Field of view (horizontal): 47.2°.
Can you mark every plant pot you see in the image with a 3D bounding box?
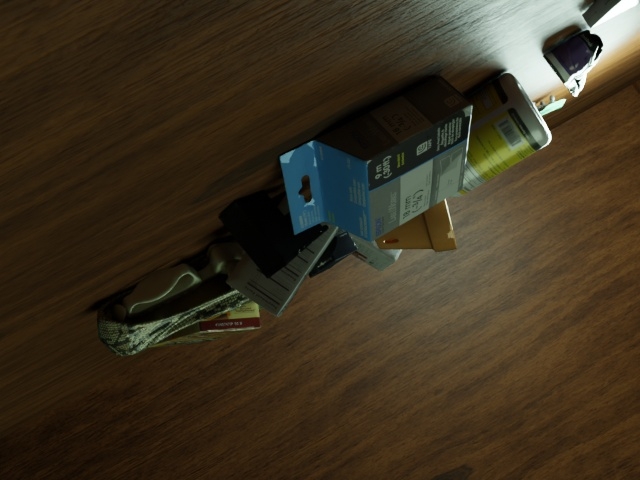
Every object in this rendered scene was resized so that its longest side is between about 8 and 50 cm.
[{"bbox_3d":[0.232,-0.094,1.948,0.204,0.290,0.291,-15,177,11],"label":"plant pot"}]

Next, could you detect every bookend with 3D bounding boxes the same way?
[{"bbox_3d":[-0.091,-0.035,1.453,0.072,0.157,0.156,-36,-175,45],"label":"bookend"}]

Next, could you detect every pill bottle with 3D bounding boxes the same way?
[{"bbox_3d":[0.336,-0.218,1.679,0.334,0.188,0.188,-31,174,22],"label":"pill bottle"}]

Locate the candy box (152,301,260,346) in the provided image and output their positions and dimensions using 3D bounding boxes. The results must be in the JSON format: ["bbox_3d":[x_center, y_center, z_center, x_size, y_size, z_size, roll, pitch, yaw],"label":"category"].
[{"bbox_3d":[-0.321,0.222,1.966,0.183,0.087,0.316,1,165,-37],"label":"candy box"}]

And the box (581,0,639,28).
[{"bbox_3d":[0.621,-0.495,1.419,0.186,0.038,0.145,-27,174,-14],"label":"box"}]

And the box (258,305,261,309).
[{"bbox_3d":[-0.327,0.196,2.183,0.322,0.058,0.232,-4,161,-32],"label":"box"}]

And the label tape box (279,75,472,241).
[{"bbox_3d":[0.107,-0.120,1.338,0.334,0.106,0.240,-29,147,-14],"label":"label tape box"}]

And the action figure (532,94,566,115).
[{"bbox_3d":[0.684,-0.409,2.408,0.232,0.063,0.137,-31,178,-31],"label":"action figure"}]

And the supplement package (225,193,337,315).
[{"bbox_3d":[-0.079,0.032,1.602,0.244,0.134,0.139,-56,177,-7],"label":"supplement package"}]

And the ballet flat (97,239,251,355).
[{"bbox_3d":[-0.286,0.103,1.690,0.483,0.164,0.182,-26,148,-20],"label":"ballet flat"}]

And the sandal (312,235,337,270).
[{"bbox_3d":[-0.125,0.092,1.951,0.446,0.107,0.167,-18,-145,39],"label":"sandal"}]

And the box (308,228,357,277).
[{"bbox_3d":[0.000,0.000,2.083,0.093,0.158,0.156,-26,173,-35],"label":"box"}]

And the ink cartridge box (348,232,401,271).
[{"bbox_3d":[0.140,-0.031,2.447,0.130,0.272,0.309,-60,180,-9],"label":"ink cartridge box"}]

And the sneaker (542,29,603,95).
[{"bbox_3d":[0.620,-0.425,1.739,0.124,0.107,0.283,-38,172,21],"label":"sneaker"}]
